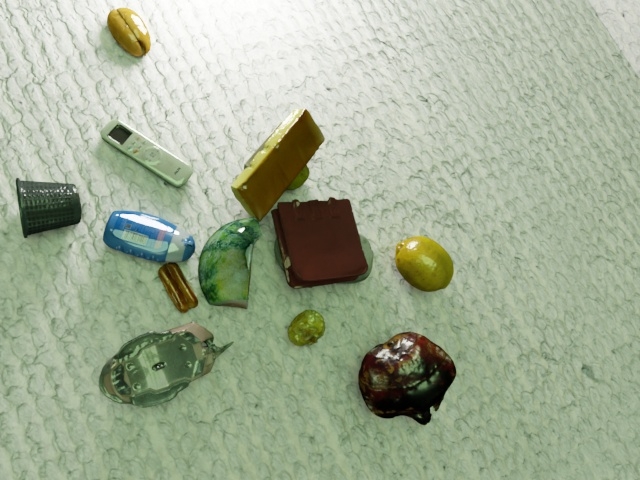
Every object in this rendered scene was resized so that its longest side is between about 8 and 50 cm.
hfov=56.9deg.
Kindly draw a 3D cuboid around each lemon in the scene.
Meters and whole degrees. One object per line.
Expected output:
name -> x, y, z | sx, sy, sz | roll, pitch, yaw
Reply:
lemon -> 0.337, 0.076, 1.933 | 0.207, 0.170, 0.170 | 42, 68, -1

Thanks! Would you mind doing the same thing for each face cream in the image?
face cream -> -0.507, -0.008, 1.779 | 0.264, 0.083, 0.149 | 17, 55, -9

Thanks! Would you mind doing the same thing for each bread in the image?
bread -> -0.635, -0.701, 1.965 | 0.114, 0.077, 0.189 | -32, 81, -25
bread -> -0.131, -0.237, 1.817 | 0.361, 0.077, 0.138 | -54, 133, -21

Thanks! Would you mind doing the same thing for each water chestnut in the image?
water chestnut -> 0.256, 0.413, 1.763 | 0.289, 0.289, 0.244 | -22, 56, -20

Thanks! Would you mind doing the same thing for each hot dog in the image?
hot dog -> -0.431, 0.139, 1.778 | 0.071, 0.045, 0.165 | -29, 83, -20

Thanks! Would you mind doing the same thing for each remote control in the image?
remote control -> -0.550, -0.275, 1.876 | 0.310, 0.038, 0.090 | 34, 68, -2

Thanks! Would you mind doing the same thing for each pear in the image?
pear -> -0.099, -0.220, 1.946 | 0.131, 0.107, 0.107 | -34, 85, -31

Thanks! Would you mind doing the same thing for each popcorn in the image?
popcorn -> -0.039, 0.272, 1.806 | 0.120, 0.116, 0.106 | -47, 107, -22

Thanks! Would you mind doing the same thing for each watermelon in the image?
watermelon -> -0.260, 0.047, 1.809 | 0.180, 0.224, 0.304 | 35, 55, -51

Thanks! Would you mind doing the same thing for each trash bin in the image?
trash bin -> -0.782, -0.101, 1.705 | 0.161, 0.175, 0.175 | -8, 76, -30

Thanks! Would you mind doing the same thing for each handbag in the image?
handbag -> 0.000, 0.001, 1.816 | 0.260, 0.084, 0.275 | -8, 70, -24

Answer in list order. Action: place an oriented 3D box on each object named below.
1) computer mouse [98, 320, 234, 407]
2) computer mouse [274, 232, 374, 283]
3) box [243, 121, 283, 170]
computer mouse -> -0.437, 0.340, 1.683 | 0.389, 0.115, 0.199 | -17, 95, -31
computer mouse -> 0.011, 0.043, 1.900 | 0.331, 0.095, 0.197 | 10, 68, -18
box -> -0.171, -0.272, 1.921 | 0.058, 0.141, 0.201 | 36, 67, 3
